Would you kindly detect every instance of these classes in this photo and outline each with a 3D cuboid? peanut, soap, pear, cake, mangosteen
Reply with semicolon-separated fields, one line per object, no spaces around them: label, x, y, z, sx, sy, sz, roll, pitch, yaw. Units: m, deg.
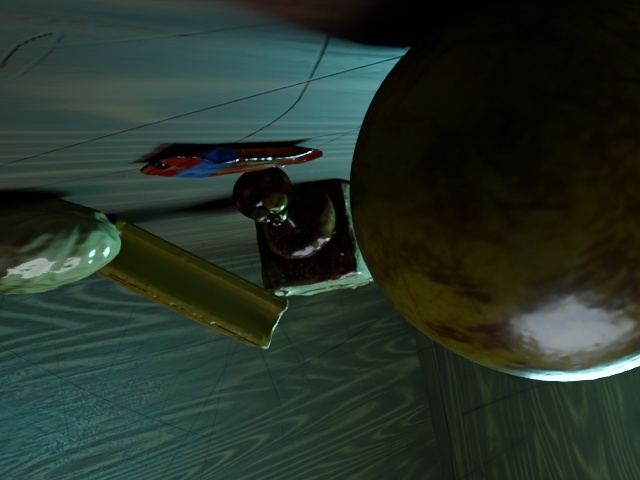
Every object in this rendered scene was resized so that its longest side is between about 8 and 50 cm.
peanut;-0.362;0.010;0.864;0.197;0.110;0.233;-9;175;-40
soap;-0.231;0.075;1.211;0.324;0.096;0.204;28;168;-14
pear;0.148;-0.034;0.496;0.281;0.281;0.281;-11;177;-1
cake;0.000;0.000;1.301;0.196;0.198;0.293;-9;177;16
mangosteen;-0.074;-0.059;0.928;0.081;0.081;0.081;-11;177;-1

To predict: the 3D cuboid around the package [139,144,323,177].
package;-0.095;-0.090;0.799;0.200;0.022;0.083;-8;175;-41
